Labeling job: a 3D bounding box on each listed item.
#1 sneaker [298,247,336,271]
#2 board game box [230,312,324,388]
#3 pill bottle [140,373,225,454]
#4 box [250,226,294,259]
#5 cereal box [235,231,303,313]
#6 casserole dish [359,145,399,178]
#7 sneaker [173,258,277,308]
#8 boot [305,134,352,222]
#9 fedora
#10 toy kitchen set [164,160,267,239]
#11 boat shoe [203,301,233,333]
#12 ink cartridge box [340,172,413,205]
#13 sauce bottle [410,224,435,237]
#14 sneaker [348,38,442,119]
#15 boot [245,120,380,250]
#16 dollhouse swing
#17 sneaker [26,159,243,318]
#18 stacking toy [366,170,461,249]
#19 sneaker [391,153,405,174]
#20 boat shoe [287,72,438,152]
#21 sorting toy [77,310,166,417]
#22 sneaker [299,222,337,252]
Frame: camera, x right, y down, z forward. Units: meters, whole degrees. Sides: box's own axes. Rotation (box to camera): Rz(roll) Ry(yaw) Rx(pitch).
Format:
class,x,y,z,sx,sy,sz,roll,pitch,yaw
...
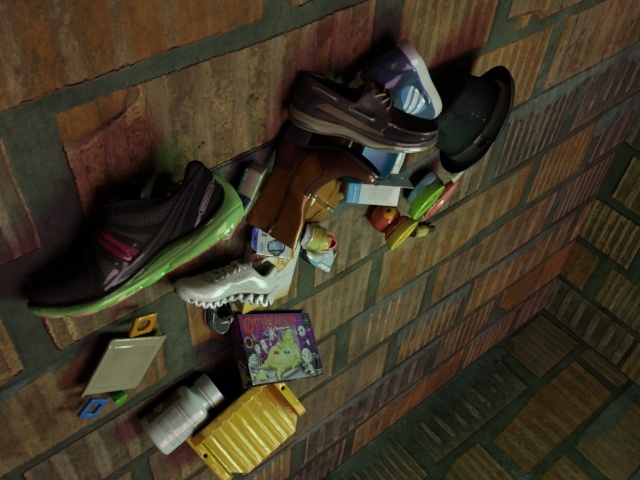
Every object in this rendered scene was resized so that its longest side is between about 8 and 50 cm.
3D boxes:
class,x,y,z,sx,sy,sz,roll,pitch,yaw
sneaker,-0.006,0.035,2.026,0.083,0.071,0.190,-57,157,5
board game box,-0.128,0.326,2.078,0.056,0.208,0.346,-29,161,31
pill bottle,-0.398,0.501,2.003,0.229,0.131,0.131,-39,149,-14
box,-0.127,0.003,1.796,0.136,0.028,0.081,10,81,-35
cereal box,-0.144,0.081,1.911,0.173,0.047,0.240,-22,141,-37
casserole dish,0.163,-0.257,1.850,0.114,0.037,0.189,23,88,-34
sneaker,-0.237,0.102,1.748,0.292,0.110,0.118,0,120,-39
boot,0.016,-0.158,1.770,0.283,0.109,0.220,-52,151,11
fedora,0.389,-0.359,1.928,0.152,0.334,0.334,20,115,-20
toy kitchen set,-0.238,-0.117,1.550,0.122,0.166,0.207,-63,-177,26
boat shoe,-0.274,0.205,1.876,0.075,0.065,0.206,-32,147,-25
ink cartridge box,0.153,-0.144,1.877,0.181,0.104,0.062,3,117,-9
sauce bottle,0.362,-0.035,2.420,0.128,0.042,0.042,-7,131,-46
sneaker,0.169,-0.348,1.745,0.236,0.130,0.323,-39,155,4
boot,-0.022,-0.104,1.618,0.281,0.264,0.096,-66,171,14
dollhouse swing,-0.216,0.594,2.147,0.346,0.315,0.305,-40,-167,-13
sneaker,-0.393,0.000,1.409,0.482,0.202,0.185,-31,-176,0
stacking toy,0.297,-0.146,2.105,0.309,0.130,0.279,-39,166,-31
sneaker,0.206,-0.253,1.944,0.237,0.085,0.086,-64,173,21
boat shoe,0.107,-0.293,1.556,0.355,0.132,0.130,10,122,-9
sorting toy,-0.501,0.304,1.730,0.196,0.047,0.348,2,125,-58
sneaker,0.000,0.000,1.895,0.208,0.094,0.082,-40,148,-82
